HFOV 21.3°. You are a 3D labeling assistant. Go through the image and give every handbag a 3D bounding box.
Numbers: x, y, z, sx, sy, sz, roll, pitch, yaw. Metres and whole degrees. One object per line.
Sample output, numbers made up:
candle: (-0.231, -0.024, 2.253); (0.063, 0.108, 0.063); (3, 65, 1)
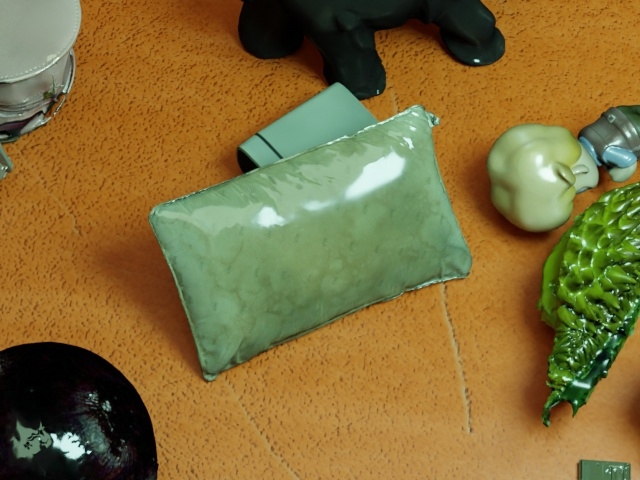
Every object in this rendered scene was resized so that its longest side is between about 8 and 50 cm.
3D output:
handbag: (-0.345, -0.205, 1.760); (0.205, 0.116, 0.179); (25, 64, 12)

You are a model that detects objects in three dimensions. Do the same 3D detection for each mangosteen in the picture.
mangosteen: (-0.268, 0.204, 1.505); (0.250, 0.211, 0.211); (-30, 61, 19)

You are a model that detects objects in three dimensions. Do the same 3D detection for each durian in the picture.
durian: (0.270, 0.033, 1.628); (0.107, 0.132, 0.375); (35, 60, 4)

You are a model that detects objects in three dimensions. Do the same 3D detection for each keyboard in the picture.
keyboard: (0.261, 0.264, 1.564); (0.049, 0.015, 0.129); (2, 61, 7)

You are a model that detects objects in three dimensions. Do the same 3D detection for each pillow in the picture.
pillow: (0.000, 0.000, 1.639); (0.302, 0.075, 0.185); (-22, 107, -12)

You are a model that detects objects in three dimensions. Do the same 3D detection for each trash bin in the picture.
trash bin: (-0.001, -0.083, 1.726); (0.130, 0.059, 0.116); (-36, 71, -19)

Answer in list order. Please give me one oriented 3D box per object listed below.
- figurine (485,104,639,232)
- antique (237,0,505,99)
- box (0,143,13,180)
figurine: (0.259, -0.081, 1.700); (0.196, 0.108, 0.114); (-19, 43, -14)
antique: (0.074, -0.282, 1.729); (0.322, 0.255, 0.185); (-15, 60, -11)
box: (-0.381, -0.079, 1.710); (0.122, 0.089, 0.062); (16, 72, 9)
